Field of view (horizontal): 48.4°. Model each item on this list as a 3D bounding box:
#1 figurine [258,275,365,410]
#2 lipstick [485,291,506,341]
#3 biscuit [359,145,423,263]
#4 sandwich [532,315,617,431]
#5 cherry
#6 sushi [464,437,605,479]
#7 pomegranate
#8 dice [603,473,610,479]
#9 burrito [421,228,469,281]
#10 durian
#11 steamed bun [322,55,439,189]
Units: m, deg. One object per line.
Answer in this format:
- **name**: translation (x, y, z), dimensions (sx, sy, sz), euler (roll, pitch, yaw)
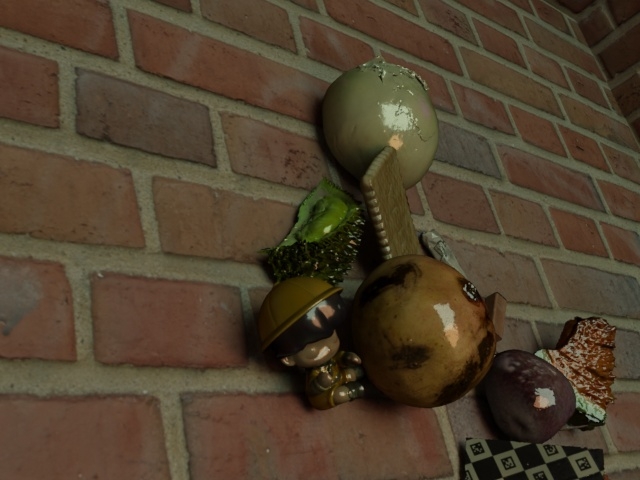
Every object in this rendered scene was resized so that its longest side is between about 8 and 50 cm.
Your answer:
- **figurine**: translation (-0.020, 0.192, 1.329), dimensions (0.192, 0.167, 0.256), euler (-36, 112, -58)
- **lipstick**: translation (0.455, 0.202, 1.865), dimensions (0.045, 0.045, 0.145), euler (42, 40, -16)
- **biscuit**: translation (0.167, -0.040, 1.659), dimensions (0.217, 0.044, 0.324), euler (-53, 131, -52)
- **sandwich**: translation (0.682, 0.327, 1.904), dimensions (0.250, 0.162, 0.301), euler (39, 70, 3)
- **cherry**: translation (0.491, 0.372, 1.671), dimensions (0.266, 0.183, 0.213), euler (47, 28, 18)
- **sushi**: translation (0.443, 0.551, 1.482), dimensions (0.290, 0.050, 0.263), euler (4, 52, 10)
- **pomegranate**: translation (0.206, 0.182, 1.457), dimensions (0.322, 0.322, 0.322), euler (25, 47, -30)
- **dice**: translation (0.571, 0.606, 1.554), dimensions (0.175, 0.174, 0.179), euler (39, 32, -31)
- **burrito**: translation (0.323, 0.056, 1.836), dimensions (0.064, 0.064, 0.203), euler (-12, 70, -48)
- **durian**: translation (0.000, 0.000, 1.553), dimensions (0.169, 0.158, 0.351), euler (18, 39, 13)
- **steamed bun**: translation (0.177, -0.292, 1.815), dimensions (0.334, 0.233, 0.311), euler (17, 50, -34)
